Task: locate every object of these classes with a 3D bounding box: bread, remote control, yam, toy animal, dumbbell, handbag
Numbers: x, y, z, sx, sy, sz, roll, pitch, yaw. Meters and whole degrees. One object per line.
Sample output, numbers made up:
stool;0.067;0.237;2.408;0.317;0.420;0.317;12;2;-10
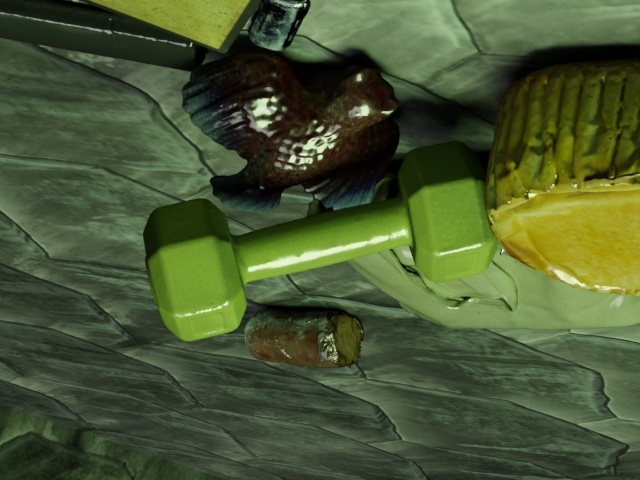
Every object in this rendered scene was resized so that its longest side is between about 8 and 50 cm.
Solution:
bread;0.262;-0.047;1.315;0.253;0.142;0.227;3;160;37
remote control;-0.036;-0.179;1.336;0.039;0.014;0.096;17;160;-8
yam;-0.021;0.125;2.105;0.141;0.079;0.079;1;158;35
toy animal;-0.010;-0.088;1.419;0.218;0.116;0.179;33;155;-29
dumbbell;0.000;0.000;1.401;0.302;0.108;0.121;-14;156;-2
remote control;-0.222;-0.188;1.428;0.245;0.025;0.063;11;157;8
handbag;0.156;0.010;1.602;0.316;0.109;0.253;0;154;41

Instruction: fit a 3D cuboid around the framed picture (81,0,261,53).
framed picture;-0.198;-0.248;1.240;0.338;0.014;0.255;19;161;-12
